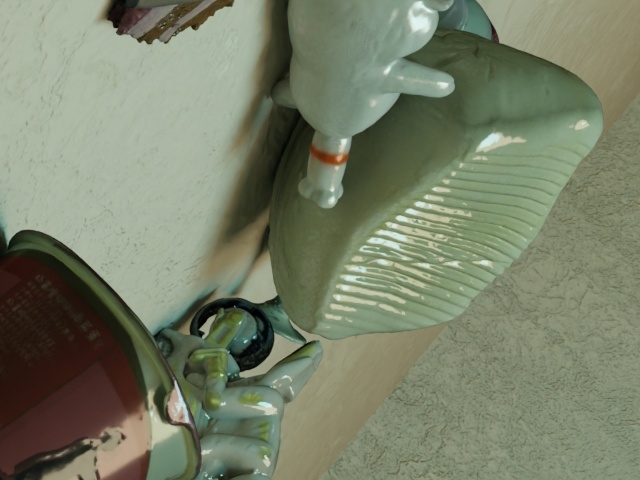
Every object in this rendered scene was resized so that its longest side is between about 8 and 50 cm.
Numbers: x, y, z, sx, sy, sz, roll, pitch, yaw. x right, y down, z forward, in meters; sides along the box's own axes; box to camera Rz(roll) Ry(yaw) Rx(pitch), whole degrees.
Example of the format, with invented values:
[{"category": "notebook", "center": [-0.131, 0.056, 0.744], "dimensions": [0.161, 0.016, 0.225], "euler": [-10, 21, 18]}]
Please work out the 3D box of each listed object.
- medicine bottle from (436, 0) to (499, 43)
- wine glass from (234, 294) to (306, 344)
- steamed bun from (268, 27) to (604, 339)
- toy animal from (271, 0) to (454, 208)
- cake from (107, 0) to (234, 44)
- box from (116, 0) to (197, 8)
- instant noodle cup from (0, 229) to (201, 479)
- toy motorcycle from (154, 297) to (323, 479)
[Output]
[{"category": "medicine bottle", "center": [0.146, -0.236, 1.746], "dimensions": [0.090, 0.090, 0.216], "euler": [-55, 166, 4]}, {"category": "wine glass", "center": [0.000, 0.000, 1.815], "dimensions": [0.231, 0.103, 0.103], "euler": [-57, 167, 5]}, {"category": "steamed bun", "center": [0.092, -0.083, 1.618], "dimensions": [0.247, 0.236, 0.383], "euler": [-4, 145, -34]}, {"category": "toy animal", "center": [0.035, -0.166, 1.425], "dimensions": [0.138, 0.141, 0.282], "euler": [-16, 146, -16]}, {"category": "cake", "center": [-0.046, -0.255, 1.097], "dimensions": [0.295, 0.113, 0.116], "euler": [-46, 165, 22]}, {"category": "box", "center": [-0.010, -0.255, 0.854], "dimensions": [0.252, 0.153, 0.188], "euler": [-14, 149, -28]}, {"category": "instant noodle cup", "center": [-0.227, 0.132, 1.150], "dimensions": [0.178, 0.235, 0.235], "euler": [-35, 160, -26]}, {"category": "toy motorcycle", "center": [-0.124, 0.199, 1.648], "dimensions": [0.341, 0.223, 0.108], "euler": [-46, 160, -37]}]
